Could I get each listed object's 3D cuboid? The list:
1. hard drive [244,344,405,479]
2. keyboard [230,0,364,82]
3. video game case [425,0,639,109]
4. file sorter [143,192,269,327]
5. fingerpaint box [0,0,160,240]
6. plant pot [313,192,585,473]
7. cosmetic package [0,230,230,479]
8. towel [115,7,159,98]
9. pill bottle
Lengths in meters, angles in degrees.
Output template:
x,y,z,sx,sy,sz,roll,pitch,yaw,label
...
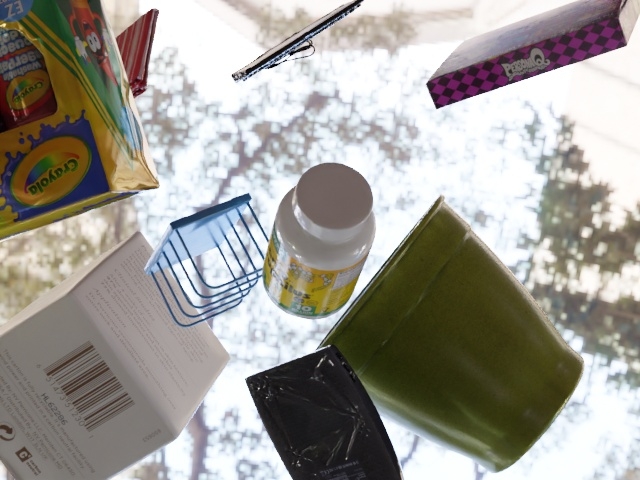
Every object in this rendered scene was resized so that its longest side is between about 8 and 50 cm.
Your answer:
x,y,z,sx,sy,sz,roll,pitch,yaw,label
0.014,0.280,1.790,0.172,0.255,0.054,-23,-172,29,hard drive
-0.026,-0.254,1.620,0.192,0.038,0.100,-33,-167,-14,keyboard
0.258,-0.234,1.460,0.232,0.042,0.210,-17,-165,25,video game case
-0.144,0.031,1.634,0.118,0.170,0.104,-23,-103,-27,file sorter
-0.490,-0.175,1.666,0.445,0.371,0.163,-17,179,18,fingerpaint box
0.216,0.176,1.973,0.353,0.366,0.366,39,-150,2,plant pot
-0.426,0.241,2.325,0.327,0.329,0.394,-33,-173,18,cosmetic package
-0.346,-0.220,1.867,0.031,0.275,0.199,38,-148,-30,towel
0.000,0.000,1.426,0.117,0.208,0.117,4,-118,-8,pill bottle
